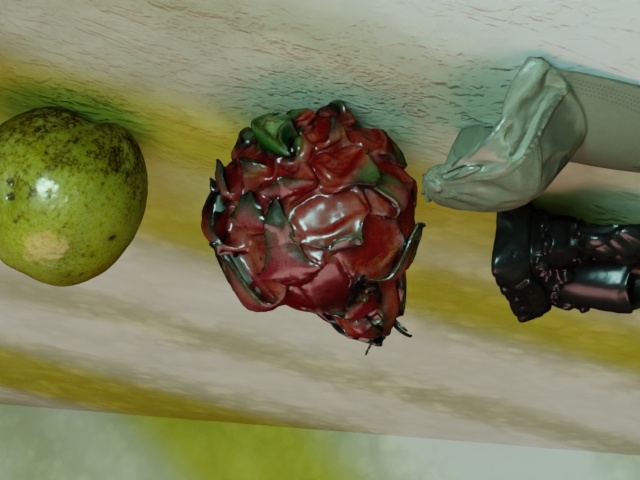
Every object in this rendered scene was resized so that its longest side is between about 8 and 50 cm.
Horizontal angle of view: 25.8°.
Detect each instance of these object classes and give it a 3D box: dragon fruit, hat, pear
[{"bbox_3d":[0.000,0.000,1.450,0.234,0.293,0.234,-15,-163,5],"label":"dragon fruit"},{"bbox_3d":[0.229,-0.071,1.349,0.245,0.149,0.214,22,160,-4],"label":"hat"},{"bbox_3d":[-0.284,-0.057,1.541,0.197,0.197,0.197,8,161,3],"label":"pear"}]

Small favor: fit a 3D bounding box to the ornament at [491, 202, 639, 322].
[{"bbox_3d":[0.343,0.019,1.623,0.261,0.106,0.251,-4,160,19],"label":"ornament"}]
